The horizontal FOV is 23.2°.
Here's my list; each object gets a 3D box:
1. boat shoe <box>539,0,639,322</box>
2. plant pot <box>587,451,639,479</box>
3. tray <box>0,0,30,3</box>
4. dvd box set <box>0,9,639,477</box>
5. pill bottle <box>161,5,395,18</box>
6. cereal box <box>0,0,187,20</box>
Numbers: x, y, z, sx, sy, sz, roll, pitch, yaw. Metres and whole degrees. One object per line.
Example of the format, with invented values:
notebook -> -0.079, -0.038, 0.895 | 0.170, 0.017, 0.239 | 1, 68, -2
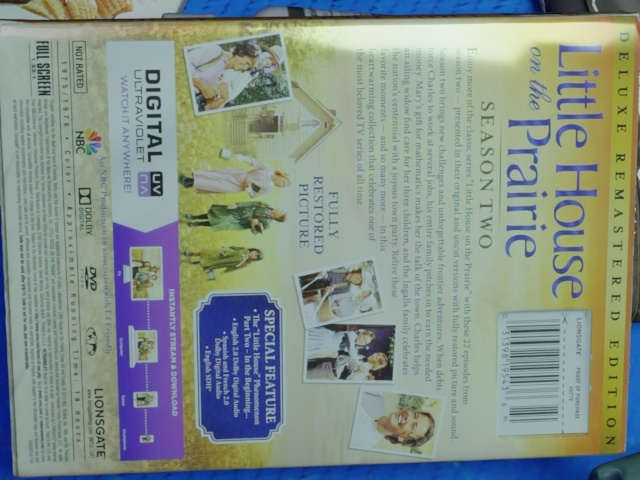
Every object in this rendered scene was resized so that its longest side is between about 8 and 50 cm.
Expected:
boat shoe -> 0.217, -0.096, 1.199 | 0.097, 0.116, 0.324 | -13, 84, -14
plant pot -> 0.370, 0.239, 1.038 | 0.334, 0.341, 0.341 | -13, 78, -3
tray -> -0.321, -0.379, 1.129 | 0.203, 0.076, 0.410 | -2, 76, -36
dvd box set -> 0.000, 0.000, 1.047 | 0.421, 0.062, 0.307 | -2, 102, -5
pill bottle -> 0.021, -0.087, 1.144 | 0.283, 0.161, 0.161 | 3, 75, -7
cereal box -> -0.207, -0.164, 1.192 | 0.173, 0.047, 0.240 | 23, 74, -1
